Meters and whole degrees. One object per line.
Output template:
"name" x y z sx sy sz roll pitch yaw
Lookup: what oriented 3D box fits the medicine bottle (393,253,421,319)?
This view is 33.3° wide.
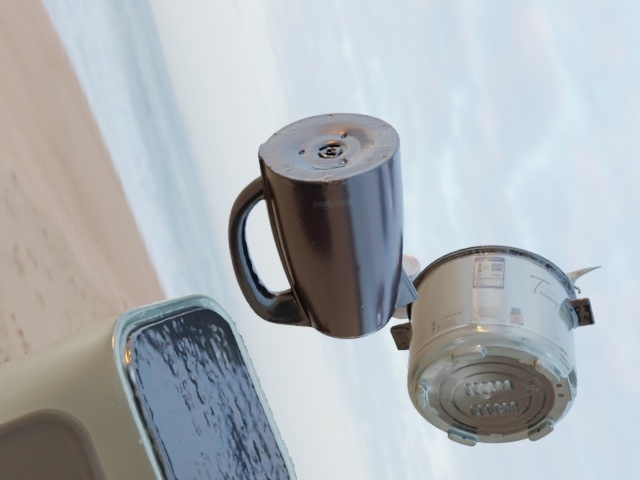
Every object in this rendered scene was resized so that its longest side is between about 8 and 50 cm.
"medicine bottle" 0.127 0.072 1.661 0.058 0.058 0.091 -111 -167 -49

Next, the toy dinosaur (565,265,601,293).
"toy dinosaur" 0.390 0.067 1.661 0.026 0.113 0.041 76 -4 -56

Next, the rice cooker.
"rice cooker" 0.234 0.137 1.469 0.227 0.281 0.241 -81 153 -47

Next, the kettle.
"kettle" 0.000 0.000 1.158 0.144 0.202 0.232 -94 177 -57

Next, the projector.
"projector" -0.195 0.209 0.976 0.248 0.249 0.248 68 19 3
